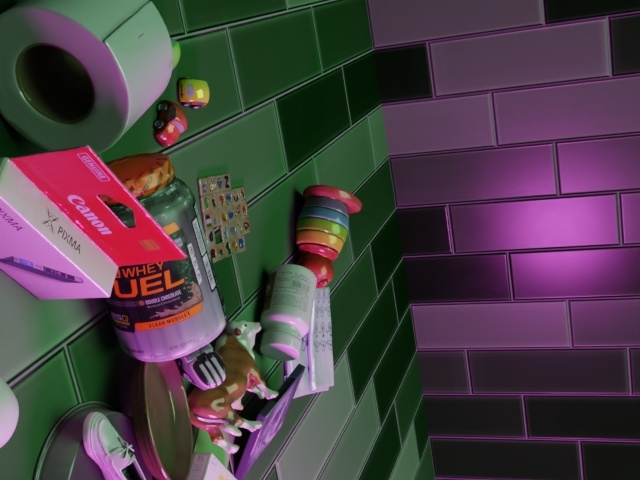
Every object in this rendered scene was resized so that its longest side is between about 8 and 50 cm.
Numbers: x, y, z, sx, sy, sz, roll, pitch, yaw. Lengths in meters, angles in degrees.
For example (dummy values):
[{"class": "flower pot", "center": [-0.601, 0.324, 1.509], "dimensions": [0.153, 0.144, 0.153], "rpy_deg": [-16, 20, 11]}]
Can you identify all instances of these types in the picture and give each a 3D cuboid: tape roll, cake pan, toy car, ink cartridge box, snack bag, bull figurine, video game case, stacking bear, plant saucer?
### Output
[{"class": "tape roll", "center": [-0.373, -0.275, 1.292], "dimensions": [0.169, 0.246, 0.246], "rpy_deg": [-67, 147, -52]}, {"class": "cake pan", "center": [-0.380, 0.425, 1.431], "dimensions": [0.293, 0.054, 0.293], "rpy_deg": [-3, 90, -70]}, {"class": "toy car", "center": [-0.306, -0.344, 1.761], "dimensions": [0.239, 0.053, 0.224], "rpy_deg": [-66, 147, -52]}, {"class": "ink cartridge box", "center": [-0.229, 0.505, 1.835], "dimensions": [0.171, 0.056, 0.235], "rpy_deg": [64, 32, -45]}, {"class": "snack bag", "center": [-0.032, 0.290, 2.432], "dimensions": [0.342, 0.037, 0.322], "rpy_deg": [13, 75, -69]}, {"class": "bull figurine", "center": [-0.192, 0.317, 1.855], "dimensions": [0.188, 0.101, 0.310], "rpy_deg": [45, 41, -11]}, {"class": "video game case", "center": [-0.121, 0.442, 2.048], "dimensions": [0.196, 0.026, 0.274], "rpy_deg": [-69, 170, 23]}, {"class": "stacking bear", "center": [0.000, 0.000, 2.411], "dimensions": [0.164, 0.176, 0.288], "rpy_deg": [48, 50, -63]}, {"class": "plant saucer", "center": [-0.302, 0.332, 1.582], "dimensions": [0.278, 0.041, 0.277], "rpy_deg": [-11, 90, -86]}, {"class": "ink cartridge box", "center": [-0.378, -0.013, 1.208], "dimensions": [0.296, 0.261, 0.066], "rpy_deg": [58, 33, -52]}]

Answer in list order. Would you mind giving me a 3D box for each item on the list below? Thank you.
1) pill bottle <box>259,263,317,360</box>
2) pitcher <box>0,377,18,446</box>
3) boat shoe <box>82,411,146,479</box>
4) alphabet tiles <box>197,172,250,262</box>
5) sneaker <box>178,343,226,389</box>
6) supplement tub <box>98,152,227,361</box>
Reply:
[{"class": "pill bottle", "center": [-0.088, 0.188, 2.156], "dimensions": [0.131, 0.131, 0.229], "rpy_deg": [59, 33, -51]}, {"class": "pitcher", "center": [-0.499, 0.188, 1.074], "dimensions": [0.207, 0.126, 0.177], "rpy_deg": [36, 37, -51]}, {"class": "boat shoe", "center": [-0.338, 0.361, 1.384], "dimensions": [0.066, 0.063, 0.184], "rpy_deg": [-57, 139, -58]}, {"class": "alphabet tiles", "center": [-0.227, -0.061, 1.999], "dimensions": [0.237, 0.009, 0.198], "rpy_deg": [-26, 110, -69]}, {"class": "sneaker", "center": [-0.284, 0.212, 1.712], "dimensions": [0.086, 0.132, 0.228], "rpy_deg": [-23, 79, -29]}, {"class": "supplement tub", "center": [-0.303, 0.028, 1.487], "dimensions": [0.207, 0.207, 0.337], "rpy_deg": [-57, 139, -58]}]
